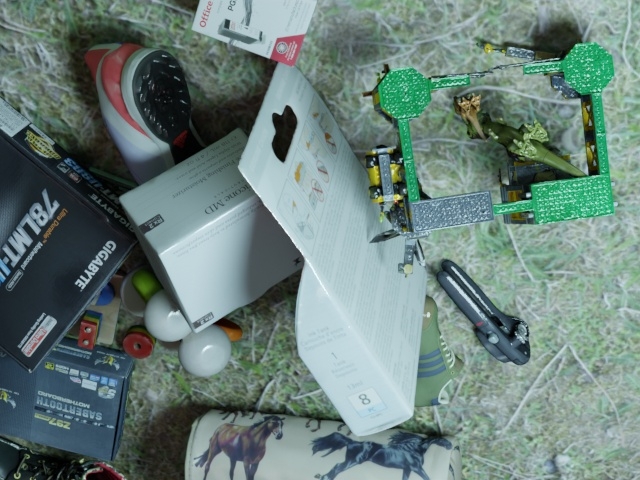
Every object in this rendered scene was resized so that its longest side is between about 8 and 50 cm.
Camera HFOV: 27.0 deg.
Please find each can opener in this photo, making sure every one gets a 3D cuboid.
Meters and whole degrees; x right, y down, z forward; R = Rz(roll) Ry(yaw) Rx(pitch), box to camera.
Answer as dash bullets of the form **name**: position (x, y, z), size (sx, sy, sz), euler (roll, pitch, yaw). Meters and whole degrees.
- **can opener**: position (0.221, 0.102, 1.808), size (0.073, 0.059, 0.186), euler (-32, 114, 27)

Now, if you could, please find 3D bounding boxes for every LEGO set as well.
- **LEGO set**: position (0.202, -0.113, 1.613), size (0.331, 0.192, 0.255), euler (-16, 92, -5)

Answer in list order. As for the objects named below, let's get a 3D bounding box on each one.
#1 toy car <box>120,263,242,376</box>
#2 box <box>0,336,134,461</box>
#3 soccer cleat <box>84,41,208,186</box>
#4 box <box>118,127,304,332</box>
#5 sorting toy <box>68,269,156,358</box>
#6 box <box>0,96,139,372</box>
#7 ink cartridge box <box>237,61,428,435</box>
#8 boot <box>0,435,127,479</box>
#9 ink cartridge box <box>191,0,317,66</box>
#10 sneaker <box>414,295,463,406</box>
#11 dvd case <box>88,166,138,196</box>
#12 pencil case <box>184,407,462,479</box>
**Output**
- **toy car**: position (-0.177, 0.089, 1.833), size (0.136, 0.159, 0.182), euler (-44, 119, -7)
- **box**: position (-0.405, 0.227, 2.004), size (0.232, 0.059, 0.183), euler (15, 127, 0)
- **soccer cleat**: position (-0.214, -0.121, 1.725), size (0.116, 0.108, 0.318), euler (21, 142, 34)
- **box**: position (-0.130, -0.011, 1.676), size (0.181, 0.119, 0.182), euler (-32, 144, -11)
- **sorting toy**: position (-0.366, 0.088, 1.912), size (0.274, 0.046, 0.132), euler (16, 125, -1)
- **box**: position (-0.423, -0.010, 1.810), size (0.293, 0.073, 0.295), euler (41, 121, -3)
- **ink cartridge box**: position (0.000, 0.000, 1.627), size (0.091, 0.308, 0.385), euler (-24, 116, 23)
- **boot**: position (-0.419, 0.355, 2.047), size (0.236, 0.085, 0.178), euler (39, 143, -23)
- **ink cartridge box**: position (-0.077, -0.282, 1.604), size (0.135, 0.056, 0.099), euler (19, 126, -4)
- **sneaker**: position (0.159, 0.158, 1.859), size (0.086, 0.064, 0.192), euler (7, 125, -4)
- **dvd case**: position (-0.292, -0.038, 1.833), size (0.087, 0.013, 0.119), euler (21, 124, -4)
- **pencil case**: position (0.011, 0.350, 1.953), size (0.410, 0.160, 0.183), euler (6, 134, 7)
